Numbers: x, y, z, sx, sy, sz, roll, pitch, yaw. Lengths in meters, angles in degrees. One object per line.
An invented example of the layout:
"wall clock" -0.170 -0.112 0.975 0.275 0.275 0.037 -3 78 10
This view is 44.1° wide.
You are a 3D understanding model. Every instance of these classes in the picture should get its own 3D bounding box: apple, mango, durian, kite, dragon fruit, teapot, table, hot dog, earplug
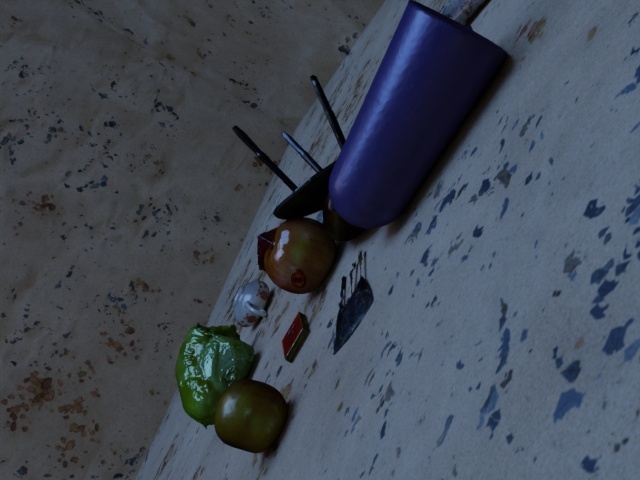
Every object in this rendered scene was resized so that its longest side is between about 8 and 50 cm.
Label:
"apple" -0.053 0.037 2.004 0.209 0.164 0.209 -61 10 19
"mango" 0.065 -0.068 1.831 0.133 0.111 0.267 -63 -7 -13
"durian" -0.315 0.374 2.291 0.256 0.204 0.339 -22 40 56
"kite" 0.063 0.113 1.661 0.152 0.015 0.285 -57 12 24
"dragon fruit" -0.143 0.040 2.689 0.127 0.120 0.161 36 131 40
"apple" -0.154 0.376 1.677 0.163 0.146 0.147 -40 28 58
"teapot" -0.223 0.208 2.572 0.159 0.116 0.245 -50 18 4
"table" -0.030 -0.246 2.019 0.317 0.249 0.317 -33 -13 -8
"hot dog" 0.362 -0.582 1.906 0.191 0.059 0.108 -44 34 48
"earplug" 0.164 -0.227 1.574 0.456 0.215 0.215 -61 10 20

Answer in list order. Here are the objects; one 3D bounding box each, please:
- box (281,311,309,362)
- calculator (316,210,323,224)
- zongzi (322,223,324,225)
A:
"box" -0.061 0.234 1.922 0.090 0.023 0.133 -58 11 8
"calculator" 0.035 -0.114 2.305 0.177 0.040 0.268 -62 10 -2
"zongzi" 0.000 0.000 2.155 0.073 0.067 0.083 -44 37 39
